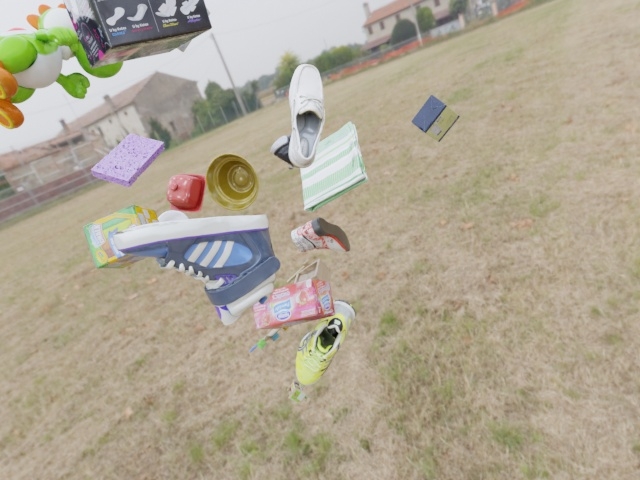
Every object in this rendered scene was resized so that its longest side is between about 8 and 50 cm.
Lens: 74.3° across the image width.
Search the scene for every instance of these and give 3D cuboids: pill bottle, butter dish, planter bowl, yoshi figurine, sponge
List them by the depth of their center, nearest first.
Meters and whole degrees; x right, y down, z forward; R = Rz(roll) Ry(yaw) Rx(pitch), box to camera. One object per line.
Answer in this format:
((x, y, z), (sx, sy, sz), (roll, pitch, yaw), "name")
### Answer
((-0.589, -0.405, 0.965), (0.203, 0.203, 0.362), (8, 52, 22), "yoshi figurine")
((-0.584, -0.251, 1.295), (0.117, 0.031, 0.210), (17, 48, 3), "sponge")
((-0.321, -0.231, 1.623), (0.217, 0.217, 0.090), (-15, 14, 20), "planter bowl")
((-0.556, -0.203, 1.694), (0.159, 0.160, 0.118), (5, -8, 22), "butter dish")
((-0.726, -0.033, 2.117), (0.161, 0.161, 0.283), (-30, -6, -20), "pill bottle")

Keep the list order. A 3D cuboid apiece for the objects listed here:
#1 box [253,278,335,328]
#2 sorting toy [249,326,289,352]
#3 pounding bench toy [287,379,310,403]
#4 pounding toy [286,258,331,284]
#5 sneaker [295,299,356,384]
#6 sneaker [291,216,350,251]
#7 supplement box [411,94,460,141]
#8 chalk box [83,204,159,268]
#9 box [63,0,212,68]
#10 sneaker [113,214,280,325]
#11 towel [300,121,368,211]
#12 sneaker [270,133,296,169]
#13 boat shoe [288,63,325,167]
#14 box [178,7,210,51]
((-0.095, 0.223, 1.449), (0.256, 0.123, 0.128), (-18, -19, 27), "box")
((-0.182, 0.406, 1.953), (0.347, 0.047, 0.196), (-40, -5, -28), "sorting toy")
((-0.082, 0.603, 1.671), (0.052, 0.083, 0.065), (-54, 16, 6), "pounding bench toy")
((-0.046, 0.162, 1.752), (0.181, 0.094, 0.206), (-34, 19, 23), "pounding toy")
((-0.009, 0.388, 1.540), (0.145, 0.385, 0.147), (28, 24, 9), "sneaker")
((-0.001, -0.001, 1.616), (0.144, 0.270, 0.090), (-24, 63, 23), "sneaker")
((0.296, -0.312, 1.086), (0.083, 0.083, 0.056), (-53, 52, 22), "supplement box")
((-0.585, 0.002, 1.234), (0.212, 0.133, 0.132), (-24, -6, 4), "chalk box")
((-0.307, -0.383, 0.685), (0.163, 0.142, 0.247), (-27, 27, -26), "box")
((-0.237, 0.073, 0.872), (0.322, 0.237, 0.130), (-9, 8, -34), "sneaker")
((0.032, -0.254, 1.445), (0.247, 0.038, 0.325), (-29, 42, 21), "towel")
((-0.082, -0.412, 1.855), (0.268, 0.153, 0.101), (-40, -1, -28), "sneaker")
((-0.029, -0.335, 1.110), (0.098, 0.277, 0.096), (1, -1, -15), "boat shoe")
((-0.445, -0.676, 1.267), (0.145, 0.186, 0.038), (-53, -10, 3), "box")
